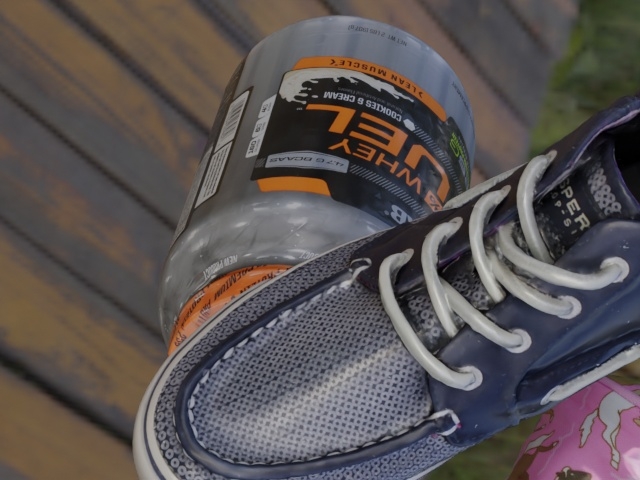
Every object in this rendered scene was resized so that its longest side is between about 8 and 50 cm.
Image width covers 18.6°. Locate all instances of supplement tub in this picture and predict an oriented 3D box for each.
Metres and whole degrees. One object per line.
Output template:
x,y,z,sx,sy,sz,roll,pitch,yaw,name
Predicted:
0.000,0.000,1.333,0.316,0.194,0.193,-77,153,-52,supplement tub

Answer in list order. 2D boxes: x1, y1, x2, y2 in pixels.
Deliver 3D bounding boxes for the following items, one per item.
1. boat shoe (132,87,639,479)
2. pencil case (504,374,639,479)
0.074,0.017,0.883,0.340,0.127,0.158,-26,161,-18,boat shoe
0.165,0.276,1.360,0.167,0.160,0.386,27,89,-16,pencil case
